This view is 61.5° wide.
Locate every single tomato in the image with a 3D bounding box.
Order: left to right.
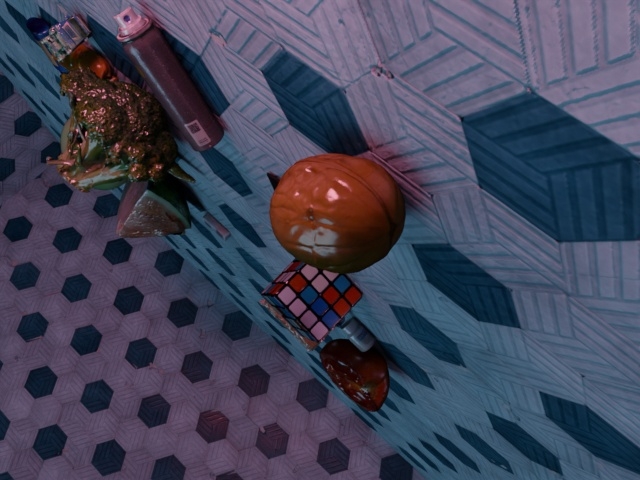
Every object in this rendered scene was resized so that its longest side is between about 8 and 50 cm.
[{"bbox_3d":[0.111,0.363,1.538,0.201,0.140,0.232,17,139,47],"label":"tomato"}]

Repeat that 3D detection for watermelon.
[{"bbox_3d":[-0.551,-0.126,1.837,0.222,0.319,0.292,21,-144,-27],"label":"watermelon"}]

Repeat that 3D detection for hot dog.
[{"bbox_3d":[-0.613,-0.454,1.384,0.269,0.072,0.115,32,167,32],"label":"hot dog"}]

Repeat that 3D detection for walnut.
[{"bbox_3d":[0.020,-0.040,0.744,0.207,0.167,0.167,16,149,42],"label":"walnut"}]

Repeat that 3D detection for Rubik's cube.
[{"bbox_3d":[-0.024,0.128,1.262,0.154,0.155,0.151,48,163,-10],"label":"Rubik's cube"}]

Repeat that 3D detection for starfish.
[{"bbox_3d":[-0.482,-0.221,1.478,0.303,0.060,0.299,26,-165,30],"label":"starfish"}]

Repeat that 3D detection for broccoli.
[{"bbox_3d":[-0.493,-0.242,1.255,0.304,0.283,0.321,43,-175,-36],"label":"broccoli"}]

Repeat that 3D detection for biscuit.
[{"bbox_3d":[-0.079,0.245,1.746,0.239,0.108,0.062,45,161,-3],"label":"biscuit"}]

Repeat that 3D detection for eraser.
[{"bbox_3d":[-0.353,-0.045,1.825,0.105,0.026,0.065,42,166,6],"label":"eraser"}]

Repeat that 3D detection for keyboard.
[{"bbox_3d":[-0.074,-0.083,1.124,0.053,0.010,0.155,35,161,29],"label":"keyboard"}]

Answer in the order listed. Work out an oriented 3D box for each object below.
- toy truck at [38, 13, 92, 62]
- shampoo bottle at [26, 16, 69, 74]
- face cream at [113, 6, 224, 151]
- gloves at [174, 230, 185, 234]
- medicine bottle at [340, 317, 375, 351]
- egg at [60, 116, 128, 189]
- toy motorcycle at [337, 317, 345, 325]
[{"bbox_3d":[-0.593,-0.471,1.258,0.175,0.081,0.067,7,140,55],"label":"toy truck"},{"bbox_3d":[-0.762,-0.544,1.537,0.087,0.050,0.183,35,161,19],"label":"shampoo bottle"},{"bbox_3d":[-0.276,-0.290,0.989,0.073,0.073,0.283,28,156,43],"label":"face cream"},{"bbox_3d":[-0.565,-0.094,2.117,0.129,0.106,0.180,46,-168,-2],"label":"gloves"},{"bbox_3d":[0.101,0.254,1.450,0.089,0.052,0.052,45,163,-5],"label":"medicine bottle"},{"bbox_3d":[-0.719,-0.290,1.745,0.220,0.220,0.269,32,150,34],"label":"egg"},{"bbox_3d":[-0.030,0.164,1.484,0.255,0.092,0.135,7,131,50],"label":"toy motorcycle"}]
